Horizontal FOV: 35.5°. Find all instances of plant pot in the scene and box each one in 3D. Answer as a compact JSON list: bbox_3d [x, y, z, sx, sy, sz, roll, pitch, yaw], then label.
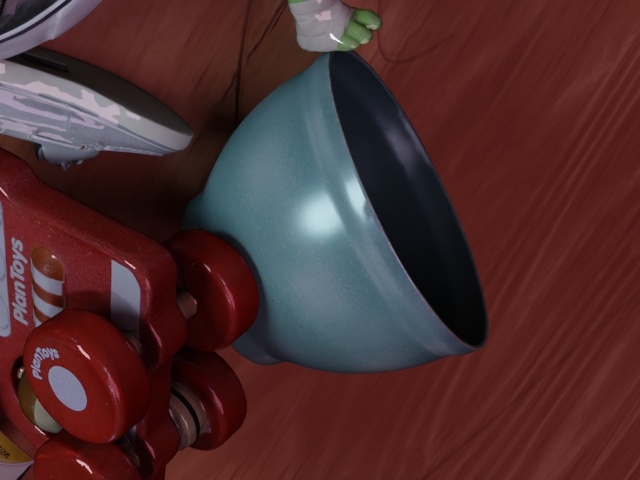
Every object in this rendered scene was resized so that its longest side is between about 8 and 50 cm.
[{"bbox_3d":[0.000,0.000,0.906,0.196,0.293,0.293,-26,133,18],"label":"plant pot"}]

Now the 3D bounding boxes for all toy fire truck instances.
[{"bbox_3d":[-0.205,0.088,0.833,0.169,0.254,0.302,-39,148,-45],"label":"toy fire truck"}]

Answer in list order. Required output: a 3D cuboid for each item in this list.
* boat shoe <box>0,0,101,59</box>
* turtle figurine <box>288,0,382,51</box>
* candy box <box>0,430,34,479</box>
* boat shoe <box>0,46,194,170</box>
[{"bbox_3d":[-0.274,-0.182,0.692,0.306,0.113,0.105,-24,168,-6],"label":"boat shoe"},{"bbox_3d":[0.021,-0.299,0.768,0.275,0.198,0.266,-30,134,-9],"label":"turtle figurine"},{"bbox_3d":[-0.378,0.240,0.861,0.233,0.071,0.159,-55,145,-22],"label":"candy box"},{"bbox_3d":[-0.218,-0.104,0.823,0.227,0.079,0.081,17,114,-31],"label":"boat shoe"}]
